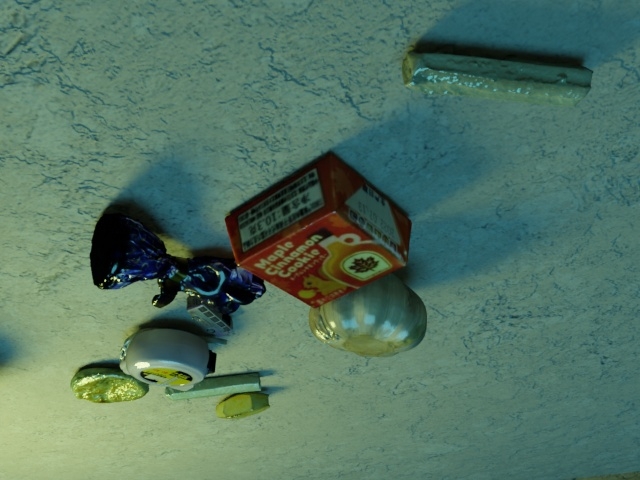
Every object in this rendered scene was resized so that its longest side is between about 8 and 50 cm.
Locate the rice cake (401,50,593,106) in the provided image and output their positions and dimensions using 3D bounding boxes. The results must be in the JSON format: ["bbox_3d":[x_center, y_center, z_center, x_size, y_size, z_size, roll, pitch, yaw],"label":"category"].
[{"bbox_3d":[0.232,-0.213,0.823,0.255,0.057,0.052,3,127,-11],"label":"rice cake"}]

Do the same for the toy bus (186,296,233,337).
[{"bbox_3d":[-0.226,0.154,1.298,0.052,0.037,0.131,-20,141,13],"label":"toy bus"}]

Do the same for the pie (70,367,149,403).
[{"bbox_3d":[-0.512,0.354,1.538,0.186,0.041,0.187,-4,145,-3],"label":"pie"}]

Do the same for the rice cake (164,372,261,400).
[{"bbox_3d":[-0.271,0.369,1.590,0.245,0.042,0.045,-7,142,4],"label":"rice cake"}]

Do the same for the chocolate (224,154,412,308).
[{"bbox_3d":[0.000,0.000,1.050,0.237,0.108,0.234,-26,138,29],"label":"chocolate"}]

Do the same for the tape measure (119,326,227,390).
[{"bbox_3d":[-0.322,0.250,1.372,0.178,0.105,0.196,-26,139,38],"label":"tape measure"}]

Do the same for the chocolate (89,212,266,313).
[{"bbox_3d":[-0.241,0.058,1.112,0.343,0.126,0.149,23,99,-44],"label":"chocolate"}]

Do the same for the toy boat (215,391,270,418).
[{"bbox_3d":[-0.212,0.441,1.684,0.172,0.065,0.066,-17,162,21],"label":"toy boat"}]

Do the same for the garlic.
[{"bbox_3d":[0.094,0.139,1.215,0.227,0.152,0.228,7,156,3],"label":"garlic"}]
